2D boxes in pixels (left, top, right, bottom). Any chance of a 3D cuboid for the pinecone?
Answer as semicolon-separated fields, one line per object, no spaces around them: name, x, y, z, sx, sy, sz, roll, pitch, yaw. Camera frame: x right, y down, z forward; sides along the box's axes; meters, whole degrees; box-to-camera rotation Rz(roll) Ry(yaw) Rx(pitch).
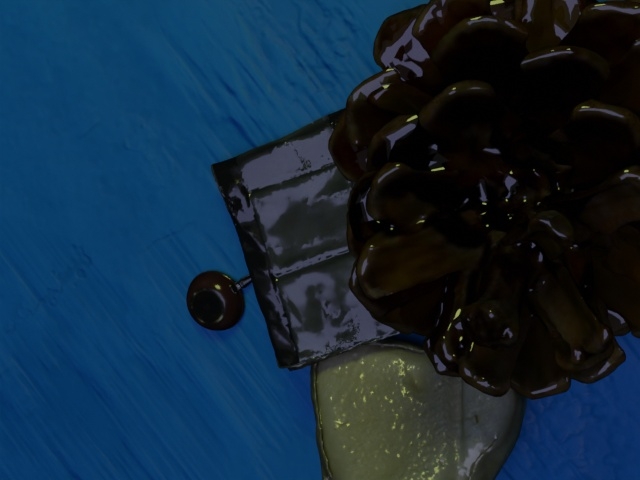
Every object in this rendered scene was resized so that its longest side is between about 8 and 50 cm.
pinecone;0.169;-0.037;0.901;0.384;0.384;0.384;5;105;18

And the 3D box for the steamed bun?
steamed bun;0.106;0.200;1.106;0.212;0.110;0.231;-14;62;14

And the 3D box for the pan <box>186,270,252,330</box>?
pan;-0.100;0.056;1.193;0.115;0.023;0.068;-34;90;23

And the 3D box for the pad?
pad;0.000;0.000;1.118;0.174;0.022;0.233;-22;84;13
